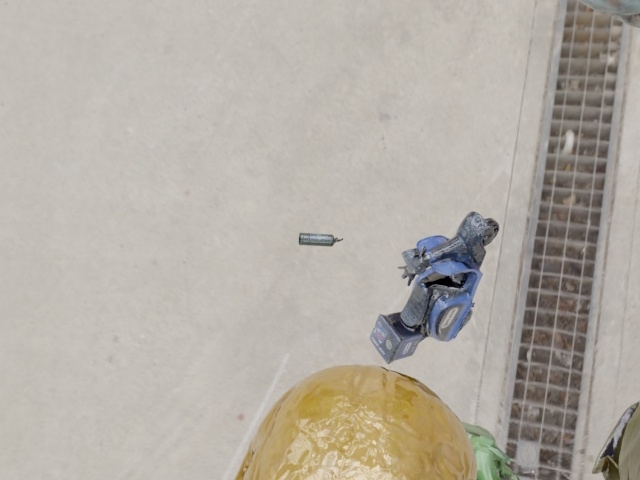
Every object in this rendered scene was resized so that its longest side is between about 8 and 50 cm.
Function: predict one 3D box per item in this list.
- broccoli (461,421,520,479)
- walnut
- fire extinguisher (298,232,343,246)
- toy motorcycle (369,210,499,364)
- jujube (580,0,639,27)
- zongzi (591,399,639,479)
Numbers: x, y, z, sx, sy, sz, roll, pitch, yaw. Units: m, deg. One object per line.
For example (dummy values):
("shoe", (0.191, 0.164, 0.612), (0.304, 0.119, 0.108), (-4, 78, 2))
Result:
("broccoli", (0.278, 0.528, 1.500), (0.413, 0.321, 0.310), (16, 62, 22))
("walnut", (0.021, 0.202, 0.547), (0.193, 0.193, 0.225), (9, 53, 18))
("fire extinguisher", (0.000, 0.000, 1.423), (0.083, 0.038, 0.025), (2, 71, -9))
("toy motorcycle", (0.236, 0.093, 1.513), (0.213, 0.358, 0.125), (-10, 44, -31))
("jujube", (0.436, -0.424, 0.911), (0.308, 0.215, 0.246), (-62, 31, 25))
("zongzi", (0.325, 0.111, 0.447), (0.138, 0.286, 0.300), (41, 100, 0))
